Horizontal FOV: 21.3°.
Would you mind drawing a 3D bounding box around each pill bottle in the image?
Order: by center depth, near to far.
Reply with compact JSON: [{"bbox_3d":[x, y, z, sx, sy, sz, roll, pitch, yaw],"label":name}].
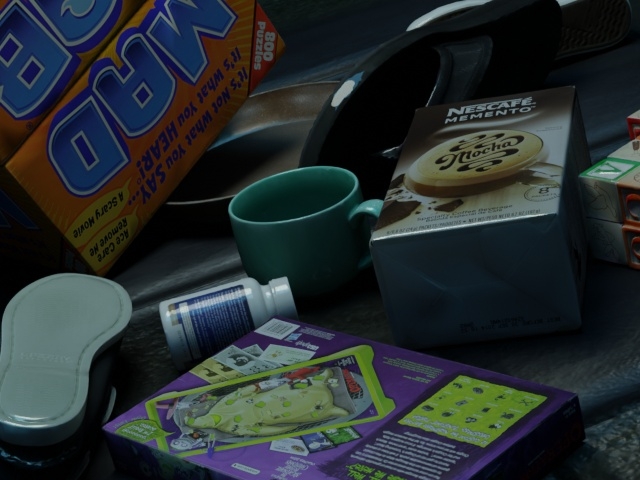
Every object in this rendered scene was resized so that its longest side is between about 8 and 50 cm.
[{"bbox_3d":[-0.082,0.072,1.554,0.120,0.067,0.067,-16,23,-2],"label":"pill bottle"}]

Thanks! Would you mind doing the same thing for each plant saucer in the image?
[{"bbox_3d":[-0.069,-0.096,1.933,0.310,0.050,0.310,-16,22,7],"label":"plant saucer"}]

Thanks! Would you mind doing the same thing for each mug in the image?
[{"bbox_3d":[-0.009,0.002,1.633,0.129,0.097,0.158,-23,25,-20],"label":"mug"}]

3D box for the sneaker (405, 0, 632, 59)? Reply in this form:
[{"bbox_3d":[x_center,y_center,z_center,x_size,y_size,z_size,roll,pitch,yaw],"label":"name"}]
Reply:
[{"bbox_3d":[0.226,-0.254,2.086,0.290,0.106,0.123,-10,17,-17],"label":"sneaker"}]

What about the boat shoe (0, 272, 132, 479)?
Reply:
[{"bbox_3d":[-0.235,0.123,1.496,0.114,0.091,0.302,9,24,4],"label":"boat shoe"}]

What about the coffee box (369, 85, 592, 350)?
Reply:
[{"bbox_3d":[0.158,-0.028,1.576,0.168,0.119,0.297,-8,24,15],"label":"coffee box"}]

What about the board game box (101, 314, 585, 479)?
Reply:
[{"bbox_3d":[0.011,0.153,1.351,0.208,0.056,0.347,-27,26,-37],"label":"board game box"}]

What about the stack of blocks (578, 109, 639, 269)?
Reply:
[{"bbox_3d":[0.374,-0.076,1.602,0.297,0.087,0.171,-31,28,-34],"label":"stack of blocks"}]

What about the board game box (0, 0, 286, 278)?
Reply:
[{"bbox_3d":[-0.336,-0.225,1.868,0.356,0.356,0.356,11,56,46],"label":"board game box"}]

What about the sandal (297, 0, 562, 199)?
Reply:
[{"bbox_3d":[0.145,-0.155,1.835,0.107,0.167,0.446,27,44,32],"label":"sandal"}]
